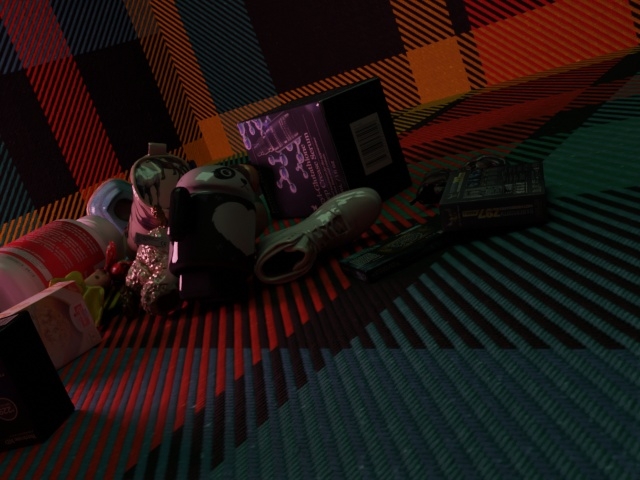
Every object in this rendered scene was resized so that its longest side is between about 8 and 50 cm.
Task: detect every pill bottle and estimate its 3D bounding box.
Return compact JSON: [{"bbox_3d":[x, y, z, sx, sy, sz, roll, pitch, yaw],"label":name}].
[{"bbox_3d":[-0.680,0.082,1.782,0.228,0.229,0.408,-14,16,24],"label":"pill bottle"}]

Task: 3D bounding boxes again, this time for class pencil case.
[{"bbox_3d":[-0.405,-0.065,1.759,0.159,0.184,0.410,7,-25,-16],"label":"pencil case"}]

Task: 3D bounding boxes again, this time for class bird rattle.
[{"bbox_3d":[-0.543,0.118,1.628,0.207,0.143,0.254,-47,13,25],"label":"bird rattle"}]

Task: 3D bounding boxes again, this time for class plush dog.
[{"bbox_3d":[-0.353,0.058,1.566,0.262,0.211,0.225,-35,-5,-47],"label":"plush dog"}]

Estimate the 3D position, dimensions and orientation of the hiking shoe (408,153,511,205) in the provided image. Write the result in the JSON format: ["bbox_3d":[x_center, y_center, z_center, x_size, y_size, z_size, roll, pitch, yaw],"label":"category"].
[{"bbox_3d":[0.297,-0.111,1.485,0.226,0.086,0.114,-13,28,46],"label":"hiking shoe"}]

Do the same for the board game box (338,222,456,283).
[{"bbox_3d":[0.139,0.019,1.293,0.186,0.026,0.126,-25,15,-16],"label":"board game box"}]

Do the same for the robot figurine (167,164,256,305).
[{"bbox_3d":[-0.212,-0.014,1.411,0.173,0.278,0.209,3,-17,-8],"label":"robot figurine"}]

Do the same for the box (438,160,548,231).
[{"bbox_3d":[0.323,-0.084,1.309,0.183,0.059,0.233,-5,18,17],"label":"box"}]

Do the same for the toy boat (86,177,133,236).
[{"bbox_3d":[-0.598,-0.014,2.109,0.148,0.267,0.318,-9,48,61],"label":"toy boat"}]

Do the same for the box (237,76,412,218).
[{"bbox_3d":[0.003,-0.234,1.876,0.211,0.294,0.395,-29,16,-33],"label":"box"}]

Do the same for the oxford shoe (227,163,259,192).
[{"bbox_3d":[-0.339,-0.101,1.987,0.363,0.130,0.132,-40,-23,27],"label":"oxford shoe"}]

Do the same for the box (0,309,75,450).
[{"bbox_3d":[-0.554,0.240,1.117,0.261,0.185,0.103,-16,17,17],"label":"box"}]

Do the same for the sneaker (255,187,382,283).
[{"bbox_3d":[0.000,0.000,1.424,0.292,0.108,0.169,-29,15,7],"label":"sneaker"}]

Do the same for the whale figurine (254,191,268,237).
[{"bbox_3d":[-0.253,-0.039,1.715,0.216,0.141,0.272,-7,-24,-48],"label":"whale figurine"}]

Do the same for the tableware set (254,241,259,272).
[{"bbox_3d":[-0.124,0.021,1.623,0.128,0.039,0.194,-25,15,-16],"label":"tableware set"}]

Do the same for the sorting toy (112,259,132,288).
[{"bbox_3d":[-0.513,0.097,1.842,0.102,0.061,0.042,126,161,-45],"label":"sorting toy"}]

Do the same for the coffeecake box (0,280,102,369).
[{"bbox_3d":[-0.548,0.184,1.394,0.068,0.143,0.185,-6,20,41],"label":"coffeecake box"}]
